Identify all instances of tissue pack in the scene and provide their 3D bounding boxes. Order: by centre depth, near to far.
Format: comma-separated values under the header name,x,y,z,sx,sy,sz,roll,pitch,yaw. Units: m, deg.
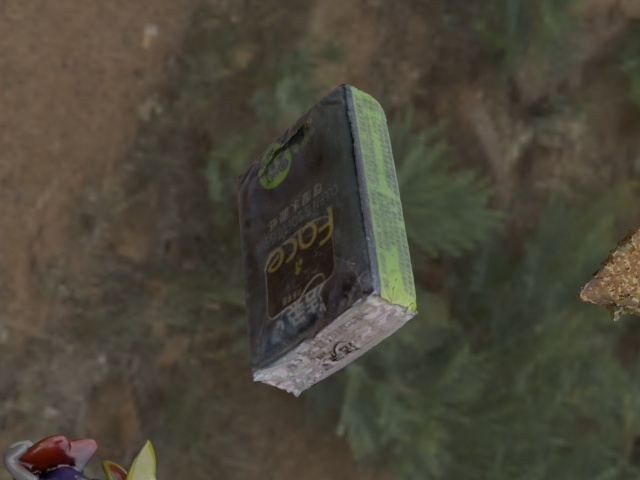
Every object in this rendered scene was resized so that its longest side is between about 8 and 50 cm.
name,x,y,z,sx,sy,sz,roll,pitch,yaw
tissue pack,0.000,0.000,1.624,0.073,0.173,0.235,22,47,-35

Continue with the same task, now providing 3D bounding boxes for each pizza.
name,x,y,z,sx,sy,sz,roll,pitch,yaw
pizza,0.319,0.015,1.594,0.062,0.199,0.188,149,-79,-90

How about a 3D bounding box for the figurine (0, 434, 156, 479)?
name,x,y,z,sx,sy,sz,roll,pitch,yaw
figurine,-0.317,0.335,2.189,0.154,0.421,0.193,30,46,-67
